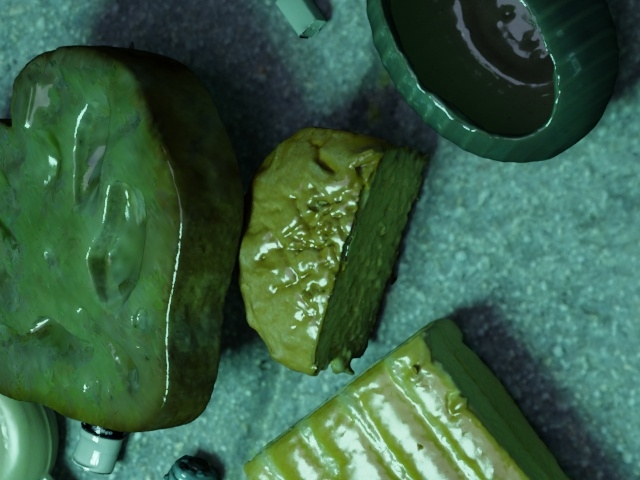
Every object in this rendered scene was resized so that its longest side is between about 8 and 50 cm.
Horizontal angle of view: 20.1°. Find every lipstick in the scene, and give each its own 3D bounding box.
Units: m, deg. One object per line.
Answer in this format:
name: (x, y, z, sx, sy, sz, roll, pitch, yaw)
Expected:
lipstick: (-0.035, -0.237, 1.679, 0.025, 0.025, 0.107, -40, 74, 23)

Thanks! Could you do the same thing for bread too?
bread: (0.000, 0.000, 1.641, 0.139, 0.143, 0.229, 25, 104, 31)
bread: (0.092, 0.229, 1.635, 0.239, 0.111, 0.246, -40, 80, 25)

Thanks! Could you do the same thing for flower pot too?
flower pot: (0.145, -0.180, 1.529, 0.189, 0.157, 0.243, -37, 80, 23)

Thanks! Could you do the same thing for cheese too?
cheese: (-0.320, 0.226, 1.846, 0.163, 0.082, 0.286, -43, 80, 25)

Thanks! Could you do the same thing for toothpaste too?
toothpaste: (-0.203, 0.135, 1.802, 0.071, 0.045, 0.193, 22, 100, 21)

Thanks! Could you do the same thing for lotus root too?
lotus root: (-0.211, 0.011, 1.695, 0.390, 0.111, 0.375, -50, 63, 36)

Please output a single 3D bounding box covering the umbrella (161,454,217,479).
umbrella: (-0.168, 0.326, 1.803, 0.052, 0.053, 0.250, 31, 108, 17)
